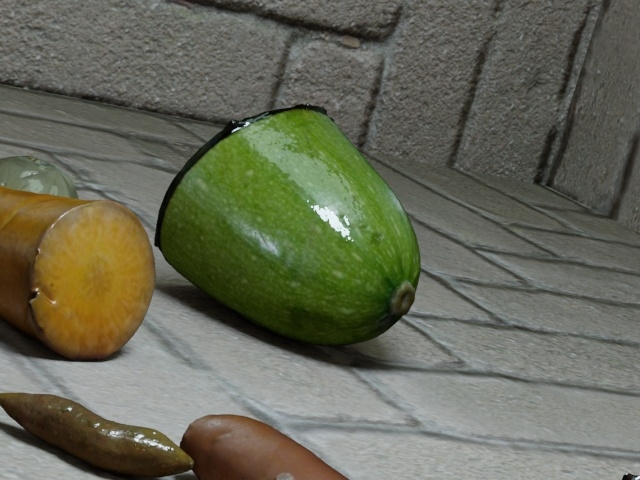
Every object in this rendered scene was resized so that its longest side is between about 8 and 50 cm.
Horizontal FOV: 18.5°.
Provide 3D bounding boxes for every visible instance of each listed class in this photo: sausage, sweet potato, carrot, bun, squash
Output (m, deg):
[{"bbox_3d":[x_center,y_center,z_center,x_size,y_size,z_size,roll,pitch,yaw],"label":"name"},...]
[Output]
[{"bbox_3d":[0.011,0.261,1.826,0.094,0.094,0.419,-29,36,-28],"label":"sausage"},{"bbox_3d":[-0.228,0.191,1.927,0.218,0.051,0.065,18,15,12],"label":"sweet potato"},{"bbox_3d":[-0.347,0.029,2.315,0.254,0.196,0.196,12,6,41],"label":"carrot"},{"bbox_3d":[-0.409,-0.061,2.708,0.173,0.113,0.166,22,13,37],"label":"bun"},{"bbox_3d":[-0.014,0.028,2.590,0.310,0.310,0.309,3,39,-50],"label":"squash"}]

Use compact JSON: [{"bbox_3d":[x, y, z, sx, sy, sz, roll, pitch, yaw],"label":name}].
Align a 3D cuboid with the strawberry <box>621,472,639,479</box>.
[{"bbox_3d":[0.270,0.331,1.490,0.261,0.261,0.257,11,9,-23],"label":"strawberry"}]
